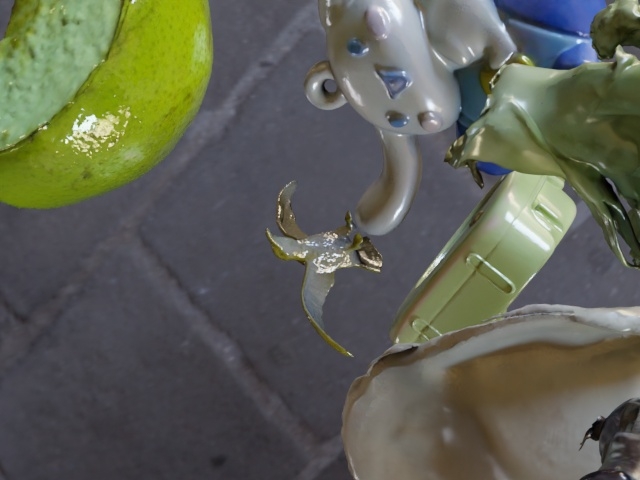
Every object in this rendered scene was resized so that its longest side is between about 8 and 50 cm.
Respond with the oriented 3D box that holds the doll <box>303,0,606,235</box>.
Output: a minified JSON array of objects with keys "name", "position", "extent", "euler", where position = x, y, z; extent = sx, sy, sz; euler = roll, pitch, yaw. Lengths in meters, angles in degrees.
[{"name":"doll","position":[0.156,-0.194,1.527],"extent":[0.366,0.376,0.187],"euler":[-12,50,11]}]

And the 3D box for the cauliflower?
[{"name":"cauliflower","position":[0.278,-0.097,1.154],"extent":[0.281,0.260,0.327],"euler":[34,151,-5]}]

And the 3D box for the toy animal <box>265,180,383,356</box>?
[{"name":"toy animal","position":[0.000,0.000,1.614],"extent":[0.095,0.155,0.219],"euler":[-23,61,10]}]

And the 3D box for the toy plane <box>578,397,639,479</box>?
[{"name":"toy plane","position":[0.110,0.122,0.489],"extent":[0.088,0.192,0.262],"euler":[23,108,14]}]

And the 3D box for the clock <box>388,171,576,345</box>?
[{"name":"clock","position":[0.205,0.008,1.728],"extent":[0.096,0.308,0.235],"euler":[37,123,2]}]

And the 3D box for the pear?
[{"name":"pear","position":[-0.158,-0.141,1.283],"extent":[0.139,0.239,0.288],"euler":[10,75,24]}]

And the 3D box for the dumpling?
[{"name":"dumpling","position":[0.199,0.122,1.028],"extent":[0.341,0.181,0.260],"euler":[25,138,16]}]
